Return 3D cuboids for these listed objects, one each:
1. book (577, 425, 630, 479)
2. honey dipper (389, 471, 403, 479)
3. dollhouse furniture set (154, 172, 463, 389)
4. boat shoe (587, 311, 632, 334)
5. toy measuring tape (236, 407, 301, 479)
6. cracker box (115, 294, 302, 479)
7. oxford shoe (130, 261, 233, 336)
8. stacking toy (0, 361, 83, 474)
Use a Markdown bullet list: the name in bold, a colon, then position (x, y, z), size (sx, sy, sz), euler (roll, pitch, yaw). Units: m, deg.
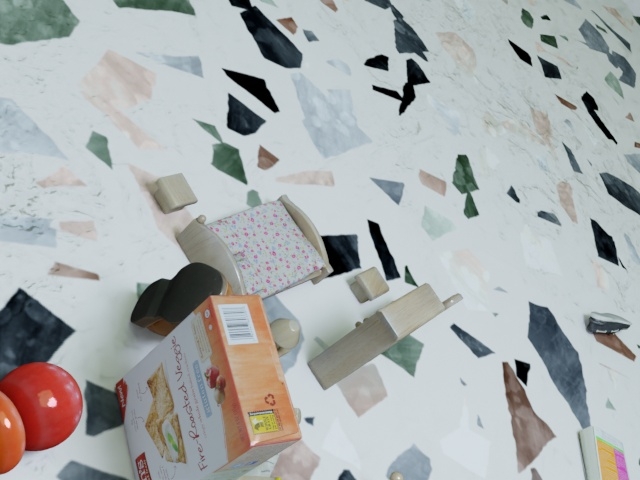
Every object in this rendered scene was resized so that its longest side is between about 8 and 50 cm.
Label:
- **book**: position (0.483, 0.394, 1.402), size (0.096, 0.035, 0.144), euler (28, 45, -27)
- **honey dipper**: position (0.079, 0.345, 1.009), size (0.030, 0.030, 0.160), euler (35, 39, -15)
- **dollhouse furniture set**: position (0.000, 0.000, 1.172), size (0.303, 0.174, 0.355), euler (-22, 76, -48)
- **boat shoe**: position (0.565, 0.165, 1.644), size (0.125, 0.038, 0.046), euler (9, 12, -43)
- **toy measuring tape**: position (-0.071, 0.317, 0.939), size (0.121, 0.121, 0.330), euler (43, 23, -7)
- **cracker box**: position (-0.127, 0.176, 0.879), size (0.067, 0.232, 0.155), euler (2, 59, -39)
- **oxford shoe**: position (-0.143, 0.076, 0.964), size (0.076, 0.212, 0.076), euler (34, 67, -22)
- **stacking toy**: position (-0.354, 0.192, 0.754), size (0.141, 0.141, 0.330), euler (55, 37, 7)
